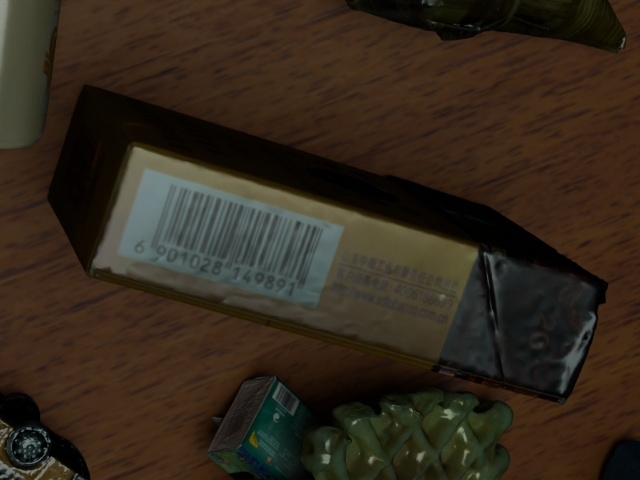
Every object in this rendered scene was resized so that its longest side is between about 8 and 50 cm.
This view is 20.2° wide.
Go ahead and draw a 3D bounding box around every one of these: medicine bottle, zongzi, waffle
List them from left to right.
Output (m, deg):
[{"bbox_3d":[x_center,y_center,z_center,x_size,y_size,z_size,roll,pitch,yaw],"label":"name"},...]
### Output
[{"bbox_3d":[-0.261,-0.203,1.421,0.114,0.114,0.252,5,103,-18],"label":"medicine bottle"},{"bbox_3d":[0.055,0.270,1.619,0.309,0.056,0.292,-1,109,-47],"label":"waffle"},{"bbox_3d":[0.178,-0.302,1.537,0.288,0.134,0.286,8,97,-33],"label":"zongzi"}]

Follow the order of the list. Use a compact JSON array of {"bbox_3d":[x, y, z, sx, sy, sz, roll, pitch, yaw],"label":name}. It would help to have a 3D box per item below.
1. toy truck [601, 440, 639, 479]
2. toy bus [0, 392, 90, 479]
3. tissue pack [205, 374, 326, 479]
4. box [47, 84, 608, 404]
[{"bbox_3d":[0.423,0.333,1.762,0.367,0.146,0.175,38,98,-19],"label":"toy truck"},{"bbox_3d":[-0.302,0.168,1.513,0.201,0.098,0.114,40,90,-22],"label":"toy bus"},{"bbox_3d":[-0.043,0.191,1.616,0.111,0.079,0.085,45,54,-24],"label":"tissue pack"},{"bbox_3d":[0.000,0.001,1.478,0.415,0.264,0.115,16,98,-18],"label":"box"}]
